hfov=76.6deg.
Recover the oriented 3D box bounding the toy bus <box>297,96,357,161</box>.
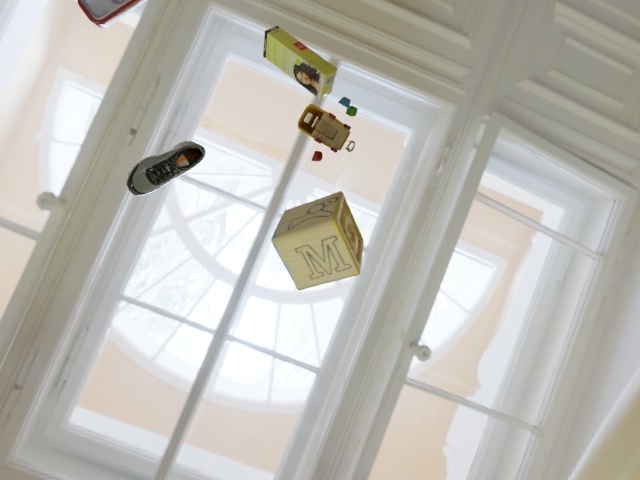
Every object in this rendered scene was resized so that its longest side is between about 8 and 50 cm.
[{"bbox_3d":[0.017,-0.363,1.318,0.104,0.190,0.202,39,149,30],"label":"toy bus"}]

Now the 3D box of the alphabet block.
[{"bbox_3d":[0.000,0.000,1.178,0.197,0.192,0.194,-16,119,20],"label":"alphabet block"}]

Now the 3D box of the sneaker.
[{"bbox_3d":[-0.479,-0.233,1.265,0.108,0.271,0.100,14,138,54],"label":"sneaker"}]

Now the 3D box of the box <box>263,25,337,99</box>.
[{"bbox_3d":[-0.062,-0.506,1.148,0.232,0.058,0.087,41,149,15],"label":"box"}]

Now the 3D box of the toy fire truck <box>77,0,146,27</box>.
[{"bbox_3d":[-0.439,-0.650,0.884,0.254,0.302,0.169,56,175,-14],"label":"toy fire truck"}]
